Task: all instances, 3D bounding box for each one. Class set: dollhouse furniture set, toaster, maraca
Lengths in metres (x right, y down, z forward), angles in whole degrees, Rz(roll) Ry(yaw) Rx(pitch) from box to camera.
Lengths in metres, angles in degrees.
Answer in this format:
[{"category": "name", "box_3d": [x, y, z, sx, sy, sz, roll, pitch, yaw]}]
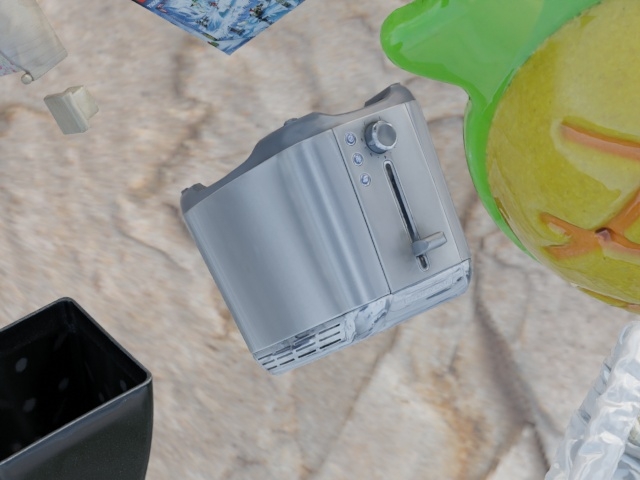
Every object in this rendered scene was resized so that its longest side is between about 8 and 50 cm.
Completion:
[{"category": "dollhouse furniture set", "box_3d": [-0.463, -0.223, 1.685, 0.174, 0.303, 0.355, -45, 116, -33]}, {"category": "toaster", "box_3d": [0.000, 0.000, 1.059, 0.129, 0.227, 0.146, -21, 86, -36]}, {"category": "maraca", "box_3d": [0.097, -0.042, 0.441, 0.127, 0.099, 0.186, -31, 133, 18]}]

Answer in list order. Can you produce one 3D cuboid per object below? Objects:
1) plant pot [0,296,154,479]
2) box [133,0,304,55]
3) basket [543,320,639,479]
[{"category": "plant pot", "box_3d": [-0.280, 0.200, 1.617, 0.188, 0.187, 0.167, -29, 131, -24]}, {"category": "box", "box_3d": [-0.050, -0.170, 0.936, 0.094, 0.137, 0.027, 27, 53, -32]}, {"category": "basket", "box_3d": [0.340, 0.313, 1.558, 0.266, 0.331, 0.328, 24, 69, 9]}]
